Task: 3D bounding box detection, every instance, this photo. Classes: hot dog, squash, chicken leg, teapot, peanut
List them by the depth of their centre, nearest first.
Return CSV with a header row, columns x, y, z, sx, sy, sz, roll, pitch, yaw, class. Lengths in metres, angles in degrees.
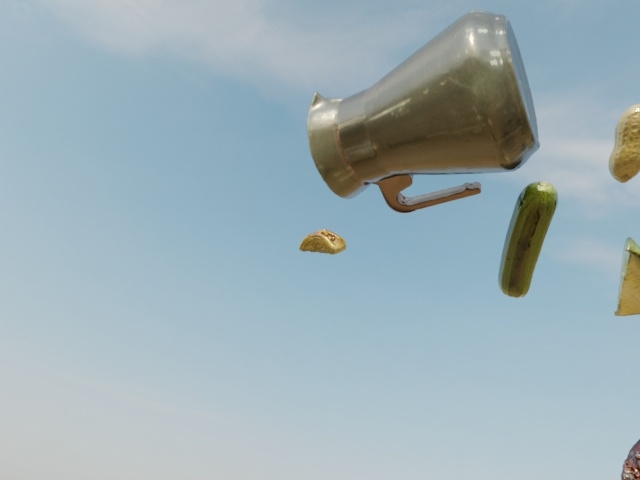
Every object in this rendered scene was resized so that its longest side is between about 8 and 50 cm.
x,y,z,sx,sy,sz,roll,pitch,yaw,class
0.000,0.000,0.701,0.090,0.030,0.034,5,-66,46,hot dog
0.181,-0.191,0.794,0.343,0.253,0.300,-12,-56,32,teapot
0.358,0.002,0.797,0.066,0.066,0.229,7,-58,11,squash
0.646,0.446,0.919,0.048,0.219,0.090,22,-69,39,chicken leg
0.663,0.069,0.992,0.252,0.093,0.169,33,-29,-19,squash
0.856,-0.266,1.261,0.090,0.098,0.215,1,-73,-9,peanut
